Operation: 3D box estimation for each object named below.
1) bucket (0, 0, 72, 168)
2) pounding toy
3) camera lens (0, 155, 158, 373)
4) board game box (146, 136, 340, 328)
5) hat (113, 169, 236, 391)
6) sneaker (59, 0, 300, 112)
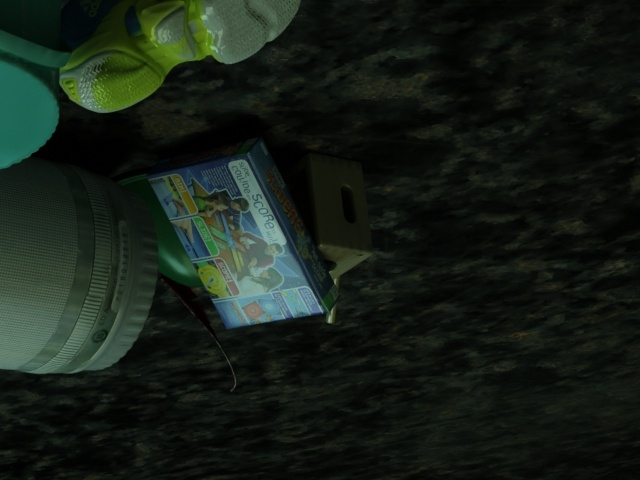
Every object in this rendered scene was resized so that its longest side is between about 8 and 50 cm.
[{"bbox_3d":[-0.328,-0.173,1.407,0.281,0.183,0.281,-7,158,-3],"label":"bucket"},{"bbox_3d":[0.000,0.000,1.963,0.100,0.141,0.130,9,152,-34],"label":"pounding toy"},{"bbox_3d":[-0.330,0.018,1.806,0.274,0.219,0.219,12,151,-37],"label":"camera lens"},{"bbox_3d":[-0.080,-0.004,1.884,0.136,0.035,0.201,-10,118,32],"label":"board game box"},{"bbox_3d":[-0.146,0.041,1.961,0.208,0.184,0.173,10,151,-35],"label":"hat"},{"bbox_3d":[-0.136,-0.199,1.540,0.240,0.126,0.091,-27,136,-30],"label":"sneaker"}]
